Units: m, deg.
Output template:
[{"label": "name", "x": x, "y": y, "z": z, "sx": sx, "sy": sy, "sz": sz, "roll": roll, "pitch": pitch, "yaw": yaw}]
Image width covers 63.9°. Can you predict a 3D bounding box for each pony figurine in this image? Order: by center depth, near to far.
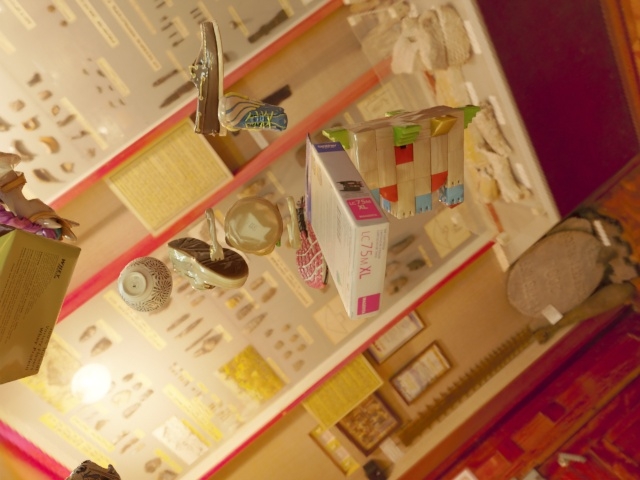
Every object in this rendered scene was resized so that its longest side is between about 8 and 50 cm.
[{"label": "pony figurine", "x": -0.673, "y": -0.120, "z": 0.975, "sx": 0.363, "sy": 0.303, "sz": 0.351, "roll": 49, "pitch": -164, "yaw": 5}]

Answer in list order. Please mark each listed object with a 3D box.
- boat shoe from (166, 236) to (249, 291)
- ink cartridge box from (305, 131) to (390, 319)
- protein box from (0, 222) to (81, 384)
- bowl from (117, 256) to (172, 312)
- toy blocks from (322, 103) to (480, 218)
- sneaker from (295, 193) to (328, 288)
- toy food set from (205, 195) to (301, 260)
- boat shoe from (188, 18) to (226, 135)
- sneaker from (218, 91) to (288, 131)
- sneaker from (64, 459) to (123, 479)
[{"label": "boat shoe", "x": -0.278, "y": 0.073, "z": 1.265, "sx": 0.302, "sy": 0.109, "sz": 0.098, "roll": 18, "pitch": 116, "yaw": 42}, {"label": "ink cartridge box", "x": 0.034, "y": -0.040, "z": 0.877, "sx": 0.311, "sy": 0.065, "sz": 0.186, "roll": -116, "pitch": 21, "yaw": -50}, {"label": "protein box", "x": -0.444, "y": 0.074, "z": 0.667, "sx": 0.136, "sy": 0.200, "sz": 0.201, "roll": 16, "pitch": 172, "yaw": -3}, {"label": "bowl", "x": -0.532, "y": 0.130, "z": 1.514, "sx": 0.170, "sy": 0.170, "sz": 0.080, "roll": 51, "pitch": -178, "yaw": 7}, {"label": "toy blocks", "x": 0.213, "y": -0.180, "z": 1.295, "sx": 0.191, "sy": 0.381, "sz": 0.261, "roll": -132, "pitch": 31, "yaw": -60}, {"label": "sneaker", "x": 0.000, "y": 0.000, "z": 1.540, "sx": 0.112, "sy": 0.121, "sz": 0.299, "roll": 16, "pitch": -120, "yaw": -35}, {"label": "toy food set", "x": -0.141, "y": -0.029, "z": 1.084, "sx": 0.038, "sy": 0.192, "sz": 0.132, "roll": -112, "pitch": 15, "yaw": -76}, {"label": "boat shoe", "x": -0.318, "y": -0.447, "z": 1.440, "sx": 0.116, "sy": 0.097, "sz": 0.324, "roll": -106, "pitch": 17, "yaw": -52}, {"label": "sneaker", "x": -0.153, "y": -0.312, "z": 1.258, "sx": 0.240, "sy": 0.126, "sz": 0.091, "roll": -34, "pitch": -52, "yaw": -71}, {"label": "sneaker", "x": -0.334, "y": 0.338, "z": 0.711, "sx": 0.058, "sy": 0.052, "sz": 0.135, "roll": 52, "pitch": -174, "yaw": 30}]
